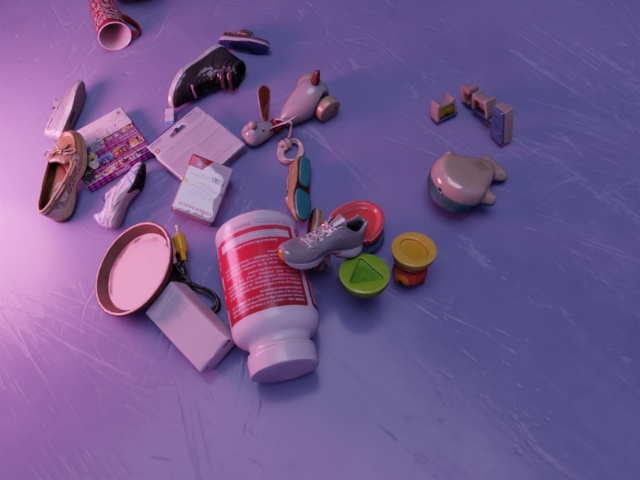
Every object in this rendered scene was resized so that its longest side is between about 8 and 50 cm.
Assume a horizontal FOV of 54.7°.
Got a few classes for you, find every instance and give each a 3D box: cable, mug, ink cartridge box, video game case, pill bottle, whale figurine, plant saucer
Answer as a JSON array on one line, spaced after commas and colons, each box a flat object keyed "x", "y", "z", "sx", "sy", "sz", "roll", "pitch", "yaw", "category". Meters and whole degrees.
[{"x": -0.394, "y": 0.097, "z": 1.719, "sx": 0.139, "sy": 0.072, "sz": 0.287, "roll": -31, "pitch": 67, "yaw": -8, "category": "cable"}, {"x": -0.724, "y": -0.754, "z": 2.156, "sx": 0.113, "sy": 0.150, "sz": 0.169, "roll": -42, "pitch": 59, "yaw": 21, "category": "mug"}, {"x": -0.346, "y": -0.145, "z": 1.808, "sx": 0.127, "sy": 0.072, "sz": 0.175, "roll": 21, "pitch": 74, "yaw": -10, "category": "ink cartridge box"}, {"x": -0.385, "y": -0.284, "z": 1.923, "sx": 0.224, "sy": 0.045, "sz": 0.223, "roll": 41, "pitch": 71, "yaw": 16, "category": "ink cartridge box"}, {"x": -0.671, "y": -0.288, "z": 1.936, "sx": 0.232, "sy": 0.042, "sz": 0.210, "roll": -35, "pitch": 68, "yaw": -15, "category": "video game case"}, {"x": -0.132, "y": 0.145, "z": 1.603, "sx": 0.228, "sy": 0.229, "sz": 0.408, "roll": -12, "pitch": 63, "yaw": -5, "category": "pill bottle"}, {"x": 0.430, "y": -0.170, "z": 1.827, "sx": 0.271, "sy": 0.141, "sz": 0.216, "roll": -22, "pitch": 63, "yaw": -37, "category": "whale figurine"}, {"x": -0.478, "y": -0.389, "z": 1.980, "sx": 0.028, "sy": 0.048, "sz": 0.083, "roll": -6, "pitch": 64, "yaw": -2, "category": "ink cartridge box"}, {"x": -0.503, "y": 0.080, "z": 1.689, "sx": 0.277, "sy": 0.041, "sz": 0.278, "roll": -15, "pitch": 59, "yaw": 27, "category": "plant saucer"}]

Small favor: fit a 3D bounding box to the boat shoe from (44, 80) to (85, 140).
[{"x": -0.825, "y": -0.423, "z": 1.986, "sx": 0.081, "sy": 0.079, "sz": 0.228, "roll": 11, "pitch": 67, "yaw": 2, "category": "boat shoe"}]

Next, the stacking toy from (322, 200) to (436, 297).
[{"x": 0.128, "y": 0.052, "z": 1.700, "sx": 0.279, "sy": 0.131, "sz": 0.309, "roll": -35, "pitch": 57, "yaw": -26, "category": "stacking toy"}]

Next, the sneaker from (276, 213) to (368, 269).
[{"x": 0.009, "y": -0.012, "z": 1.547, "sx": 0.262, "sy": 0.121, "sz": 0.099, "roll": -14, "pitch": 49, "yaw": -37, "category": "sneaker"}]

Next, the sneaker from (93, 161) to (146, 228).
[{"x": -0.592, "y": -0.143, "z": 1.837, "sx": 0.086, "sy": 0.085, "sz": 0.237, "roll": 21, "pitch": 64, "yaw": 6, "category": "sneaker"}]

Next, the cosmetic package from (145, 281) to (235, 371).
[{"x": -0.338, "y": 0.224, "z": 1.629, "sx": 0.231, "sy": 0.085, "sz": 0.117, "roll": 42, "pitch": 96, "yaw": 18, "category": "cosmetic package"}]

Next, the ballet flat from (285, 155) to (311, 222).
[{"x": -0.068, "y": -0.144, "z": 1.844, "sx": 0.073, "sy": 0.080, "sz": 0.233, "roll": -22, "pitch": 50, "yaw": 36, "category": "ballet flat"}]

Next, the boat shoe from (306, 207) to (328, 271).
[{"x": 0.000, "y": 0.000, "z": 1.774, "sx": 0.072, "sy": 0.068, "sz": 0.190, "roll": 8, "pitch": 69, "yaw": -12, "category": "boat shoe"}]

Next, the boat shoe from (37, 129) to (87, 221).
[{"x": -0.768, "y": -0.201, "z": 1.833, "sx": 0.104, "sy": 0.089, "sz": 0.286, "roll": -2, "pitch": 75, "yaw": 17, "category": "boat shoe"}]

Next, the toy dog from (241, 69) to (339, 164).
[{"x": -0.090, "y": -0.421, "z": 1.926, "sx": 0.220, "sy": 0.161, "sz": 0.334, "roll": 30, "pitch": 67, "yaw": 17, "category": "toy dog"}]

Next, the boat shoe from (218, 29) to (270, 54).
[{"x": -0.257, "y": -0.689, "z": 2.120, "sx": 0.183, "sy": 0.066, "sz": 0.066, "roll": 11, "pitch": 62, "yaw": 6, "category": "boat shoe"}]

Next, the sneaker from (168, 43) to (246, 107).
[{"x": -0.359, "y": -0.520, "z": 2.012, "sx": 0.146, "sy": 0.105, "sz": 0.296, "roll": 29, "pitch": 63, "yaw": 20, "category": "sneaker"}]

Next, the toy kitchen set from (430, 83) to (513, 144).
[{"x": 0.471, "y": -0.376, "z": 1.941, "sx": 0.166, "sy": 0.122, "sz": 0.207, "roll": -28, "pitch": 46, "yaw": -12, "category": "toy kitchen set"}]
